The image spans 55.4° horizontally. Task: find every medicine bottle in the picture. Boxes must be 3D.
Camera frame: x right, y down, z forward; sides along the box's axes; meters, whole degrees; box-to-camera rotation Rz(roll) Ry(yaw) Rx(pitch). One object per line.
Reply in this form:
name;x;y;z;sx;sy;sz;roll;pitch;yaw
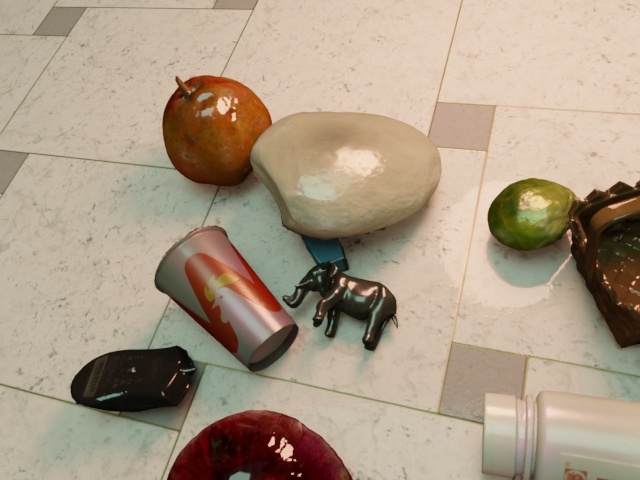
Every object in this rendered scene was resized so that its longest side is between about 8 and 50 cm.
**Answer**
medicine bottle;0.418;0.339;1.008;0.293;0.170;0.170;4;59;15

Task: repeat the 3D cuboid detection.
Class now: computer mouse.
computer mouse;-0.382;0.299;1.281;0.264;0.088;0.147;-8;38;9

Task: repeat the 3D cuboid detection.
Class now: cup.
cup;-0.189;0.129;1.292;0.203;0.203;0.288;-41;66;-13

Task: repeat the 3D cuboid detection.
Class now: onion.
onion;-0.107;0.455;0.997;0.348;0.285;0.347;0;72;0

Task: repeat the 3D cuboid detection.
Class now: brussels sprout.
brussels sprout;0.442;-0.056;1.271;0.181;0.143;0.161;-17;11;-18

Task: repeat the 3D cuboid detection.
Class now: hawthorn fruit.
hawthorn fruit;-0.268;-0.287;1.499;0.277;0.298;0.277;-15;46;16

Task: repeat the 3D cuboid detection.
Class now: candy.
candy;0.065;-0.175;1.375;0.427;0.186;0.386;-7;47;-13

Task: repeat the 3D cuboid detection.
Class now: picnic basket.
picnic basket;0.598;0.007;1.092;0.254;0.321;0.291;-18;54;6

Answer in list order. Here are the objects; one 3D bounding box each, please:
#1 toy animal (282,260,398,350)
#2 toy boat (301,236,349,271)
toy animal;0.045;0.133;1.280;0.245;0.114;0.146;20;70;0
toy boat;0.000;0.000;1.396;0.075;0.077;0.185;-27;65;-5
